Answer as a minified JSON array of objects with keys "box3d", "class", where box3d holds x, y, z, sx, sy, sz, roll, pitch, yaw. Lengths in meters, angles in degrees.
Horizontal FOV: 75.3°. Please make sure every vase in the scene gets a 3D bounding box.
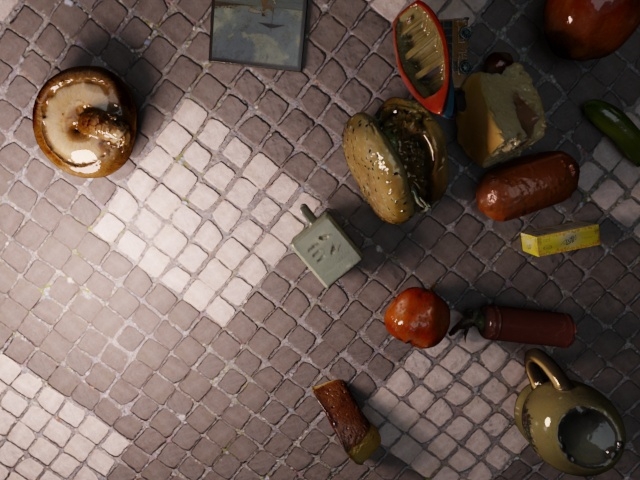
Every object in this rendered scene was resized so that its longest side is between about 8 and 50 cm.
[{"box3d":[0.678,0.473,1.198,0.241,0.302,0.328,-17,81,3],"class":"vase"}]

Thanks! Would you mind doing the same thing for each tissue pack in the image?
[{"box3d":[0.685,-0.005,1.189,0.176,0.095,0.062,-11,98,2],"class":"tissue pack"}]

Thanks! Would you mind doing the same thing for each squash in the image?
[{"box3d":[0.837,-0.303,1.154,0.258,0.069,0.069,41,97,-6],"class":"squash"}]

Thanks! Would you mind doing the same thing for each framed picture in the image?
[{"box3d":[-0.164,-0.650,1.129,0.266,0.016,0.346,7,100,-1],"class":"framed picture"}]

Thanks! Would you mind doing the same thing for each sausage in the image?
[{"box3d":[0.561,-0.150,1.136,0.268,0.153,0.140,-20,106,5],"class":"sausage"}]

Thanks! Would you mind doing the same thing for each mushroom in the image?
[{"box3d":[-0.615,-0.315,1.116,0.279,0.163,0.296,20,99,6],"class":"mushroom"}]

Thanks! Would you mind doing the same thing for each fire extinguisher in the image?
[{"box3d":[0.560,0.266,1.238,0.338,0.106,0.147,6,121,0],"class":"fire extinguisher"}]

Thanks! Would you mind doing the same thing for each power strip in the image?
[{"box3d":[0.000,0.000,1.171,0.140,0.139,0.224,-40,97,7],"class":"power strip"}]

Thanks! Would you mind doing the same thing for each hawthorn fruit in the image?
[{"box3d":[0.287,0.206,1.192,0.179,0.179,0.200,27,86,-4],"class":"hawthorn fruit"}]

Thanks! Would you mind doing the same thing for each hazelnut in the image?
[{"box3d":[0.482,-0.470,1.127,0.087,0.086,0.086,0,99,0],"class":"hazelnut"}]

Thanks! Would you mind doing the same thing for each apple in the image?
[{"box3d":[0.677,-0.571,1.044,0.230,0.230,0.229,0,99,0],"class":"apple"}]

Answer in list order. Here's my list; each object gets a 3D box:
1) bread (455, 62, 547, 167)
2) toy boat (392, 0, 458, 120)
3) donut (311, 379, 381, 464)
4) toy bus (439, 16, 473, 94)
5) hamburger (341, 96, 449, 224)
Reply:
[{"box3d":[0.463,-0.311,1.114,0.184,0.211,0.223,-13,73,-12],"class":"bread"},{"box3d":[0.264,-0.441,1.025,0.136,0.080,0.391,-31,54,36],"class":"toy boat"},{"box3d":[0.095,0.560,1.263,0.112,0.151,0.294,-36,97,-4],"class":"donut"},{"box3d":[0.343,-0.488,1.114,0.104,0.091,0.181,-3,99,-1],"class":"toy bus"},{"box3d":[0.197,-0.208,1.077,0.195,0.277,0.317,-27,93,-4],"class":"hamburger"}]
